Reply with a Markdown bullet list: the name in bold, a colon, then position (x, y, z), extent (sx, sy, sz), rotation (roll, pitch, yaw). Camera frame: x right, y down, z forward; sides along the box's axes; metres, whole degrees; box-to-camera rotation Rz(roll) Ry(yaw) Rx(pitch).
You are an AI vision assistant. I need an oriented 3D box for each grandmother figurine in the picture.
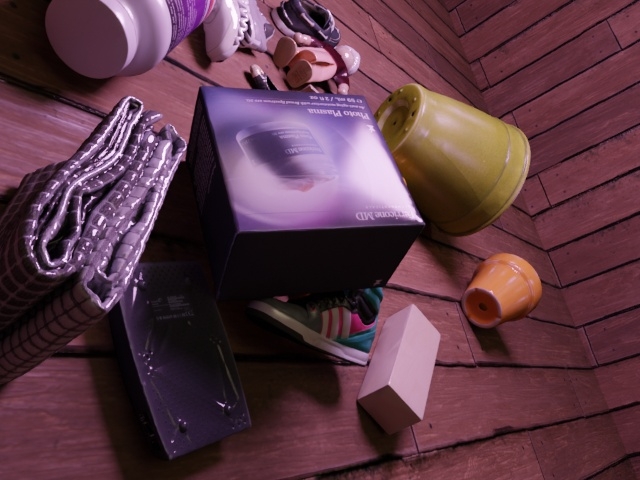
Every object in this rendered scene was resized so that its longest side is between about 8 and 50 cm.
- **grandmother figurine**: position (0.013, -0.466, 1.587), extent (0.208, 0.104, 0.342), rotation (62, 32, -5)

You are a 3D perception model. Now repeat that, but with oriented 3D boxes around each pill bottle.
- **pill bottle**: position (-0.296, -0.382, 0.965), extent (0.181, 0.181, 0.323), rotation (48, 33, -23)

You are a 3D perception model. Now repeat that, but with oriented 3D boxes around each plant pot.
- **plant pot**: position (0.517, 0.164, 1.779), extent (0.187, 0.205, 0.205), rotation (-26, 89, -44)
- **plant pot**: position (0.323, -0.246, 1.685), extent (0.352, 0.366, 0.367), rotation (27, 44, -28)

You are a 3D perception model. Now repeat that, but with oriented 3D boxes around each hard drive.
- **hard drive**: position (-0.196, 0.153, 0.815), extent (0.172, 0.054, 0.255), rotation (-1, 67, -57)

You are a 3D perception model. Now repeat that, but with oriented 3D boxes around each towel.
- **towel**: position (-0.277, -0.011, 0.651), extent (0.121, 0.235, 0.284), rotation (38, 37, -26)

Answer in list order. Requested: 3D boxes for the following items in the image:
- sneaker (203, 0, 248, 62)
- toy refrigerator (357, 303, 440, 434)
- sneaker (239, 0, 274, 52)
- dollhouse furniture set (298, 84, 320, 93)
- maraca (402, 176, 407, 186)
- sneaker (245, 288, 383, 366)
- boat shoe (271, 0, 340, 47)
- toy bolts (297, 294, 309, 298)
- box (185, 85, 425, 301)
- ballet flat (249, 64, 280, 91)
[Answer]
- **sneaker**: position (-0.212, -0.505, 1.223), extent (0.118, 0.110, 0.293), rotation (14, 74, -47)
- **toy refrigerator**: position (0.166, 0.260, 1.249), extent (0.102, 0.094, 0.270), rotation (48, 32, -11)
- **sneaker**: position (-0.170, -0.536, 1.393), extent (0.132, 0.086, 0.229), rotation (6, 72, -61)
- **dollhouse furniture set**: position (-0.021, -0.216, 1.308), extent (0.144, 0.123, 0.151), rotation (35, 40, -38)
- **maraca**: position (0.145, -0.152, 1.546), extent (0.185, 0.099, 0.127), rotation (37, 27, 8)
- **sneaker**: position (0.010, 0.099, 1.037), extent (0.295, 0.123, 0.179), rotation (32, 74, -46)
- **boat shoe**: position (-0.012, -0.595, 1.658), extent (0.302, 0.091, 0.115), rotation (-19, 82, -59)
- **toy bolts**: position (0.000, 0.000, 1.211), extent (0.218, 0.158, 0.229), rotation (-25, 100, -20)
- **box**: position (-0.037, -0.080, 0.962), extent (0.296, 0.183, 0.294), rotation (-3, 55, -24)
- **ballet flat**: position (-0.095, -0.330, 1.360), extent (0.173, 0.049, 0.058), rotation (47, 32, -24)
